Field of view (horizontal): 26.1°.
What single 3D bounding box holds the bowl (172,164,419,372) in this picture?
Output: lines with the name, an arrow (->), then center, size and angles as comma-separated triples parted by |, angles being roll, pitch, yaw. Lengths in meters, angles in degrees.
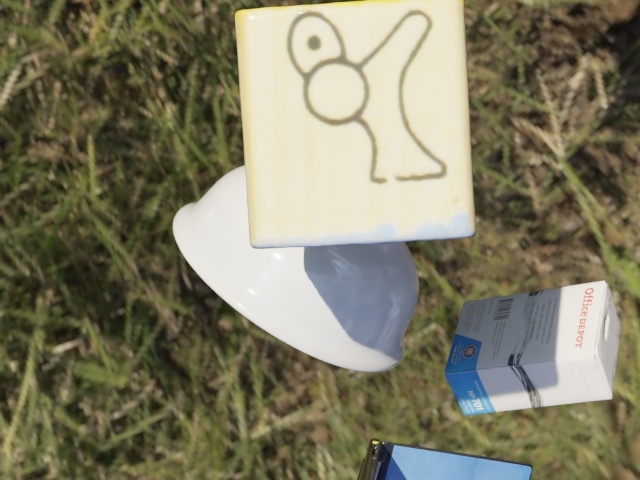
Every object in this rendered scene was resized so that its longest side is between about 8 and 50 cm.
bowl -> 0.000, 0.000, 1.500 | 0.298, 0.298, 0.134 | 19, 114, -39

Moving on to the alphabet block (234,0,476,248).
alphabet block -> 0.034, -0.097, 1.194 | 0.193, 0.193, 0.197 | -3, 92, 2

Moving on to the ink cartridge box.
ink cartridge box -> 0.263, 0.132, 1.698 | 0.191, 0.139, 0.082 | -9, 125, 25

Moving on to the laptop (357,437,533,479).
laptop -> 0.118, 0.472, 1.750 | 0.236, 0.408, 0.381 | 16, 94, 4
